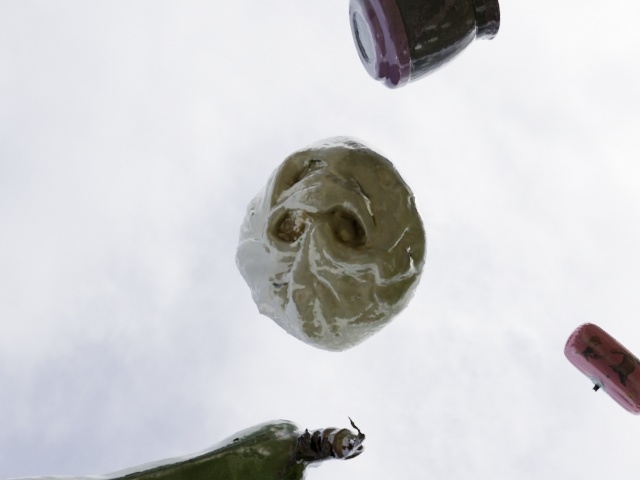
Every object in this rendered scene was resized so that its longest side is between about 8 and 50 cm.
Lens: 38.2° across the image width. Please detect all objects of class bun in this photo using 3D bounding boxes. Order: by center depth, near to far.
[{"bbox_3d":[0.000,0.000,0.962,0.133,0.231,0.230,12,-114,-54],"label":"bun"}]

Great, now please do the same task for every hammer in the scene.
[{"bbox_3d":[0.226,0.100,0.717,0.043,0.043,0.083,-34,-120,-25],"label":"hammer"}]

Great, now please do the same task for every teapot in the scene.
[{"bbox_3d":[0.104,-0.232,0.940,0.146,0.116,0.148,-18,-142,-8],"label":"teapot"}]

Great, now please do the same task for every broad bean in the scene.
[{"bbox_3d":[-0.095,0.092,0.318,0.227,0.069,0.039,-9,-130,-16],"label":"broad bean"}]
